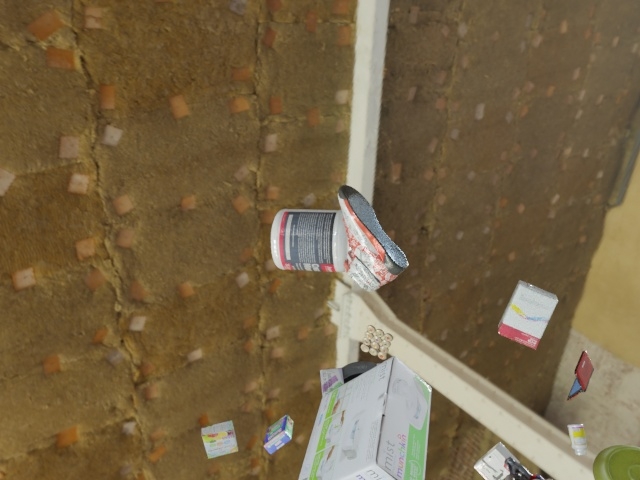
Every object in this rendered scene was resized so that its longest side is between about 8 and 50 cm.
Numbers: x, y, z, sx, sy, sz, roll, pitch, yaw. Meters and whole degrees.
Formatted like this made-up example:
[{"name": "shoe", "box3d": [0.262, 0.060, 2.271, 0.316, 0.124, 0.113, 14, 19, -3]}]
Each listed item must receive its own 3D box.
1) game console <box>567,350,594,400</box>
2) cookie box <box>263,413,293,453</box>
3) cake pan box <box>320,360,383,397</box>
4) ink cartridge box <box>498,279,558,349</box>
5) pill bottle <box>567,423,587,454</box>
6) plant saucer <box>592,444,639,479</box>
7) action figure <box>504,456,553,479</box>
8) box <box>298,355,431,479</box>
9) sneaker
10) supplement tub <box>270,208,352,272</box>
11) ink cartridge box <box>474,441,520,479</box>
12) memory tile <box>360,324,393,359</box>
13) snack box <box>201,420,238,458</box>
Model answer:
[{"name": "game console", "box3d": [0.929, 0.490, 1.976, 0.144, 0.085, 0.124, -37, -77, -45]}, {"name": "cookie box", "box3d": [-0.138, 0.643, 1.810, 0.092, 0.107, 0.040, -38, -80, 9]}, {"name": "cake pan box", "box3d": [0.131, 0.490, 1.593, 0.246, 0.266, 0.070, -4, -34, -3]}, {"name": "ink cartridge box", "box3d": [0.669, 0.235, 1.761, 0.176, 0.127, 0.128, -70, -17, 10]}, {"name": "pill bottle", "box3d": [0.754, 0.582, 1.593, 0.043, 0.043, 0.083, 16, -116, -45]}, {"name": "plant saucer", "box3d": [0.923, 0.688, 1.575, 0.241, 0.241, 0.037, -27, -50, -28]}, {"name": "action figure", "box3d": [0.604, 0.814, 1.535, 0.179, 0.341, 0.330, -11, -58, -35]}, {"name": "box", "box3d": [0.089, 0.397, 1.084, 0.127, 0.262, 0.231, 43, -57, -14]}, {"name": "sneaker", "box3d": [0.093, 0.001, 1.389, 0.090, 0.270, 0.145, -18, -20, -51]}, {"name": "supplement tub", "box3d": [0.000, 0.000, 1.663, 0.191, 0.273, 0.191, 2, -90, -77]}, {"name": "ink cartridge box", "box3d": [0.657, 0.838, 2.035, 0.056, 0.099, 0.135, -17, -34, -53]}, {"name": "memory tile", "box3d": [0.219, 0.400, 2.132, 0.012, 0.113, 0.148, -47, -24, -47]}, {"name": "snack box", "box3d": [-0.326, 0.647, 1.769, 0.100, 0.037, 0.141, -10, -48, -11]}]
